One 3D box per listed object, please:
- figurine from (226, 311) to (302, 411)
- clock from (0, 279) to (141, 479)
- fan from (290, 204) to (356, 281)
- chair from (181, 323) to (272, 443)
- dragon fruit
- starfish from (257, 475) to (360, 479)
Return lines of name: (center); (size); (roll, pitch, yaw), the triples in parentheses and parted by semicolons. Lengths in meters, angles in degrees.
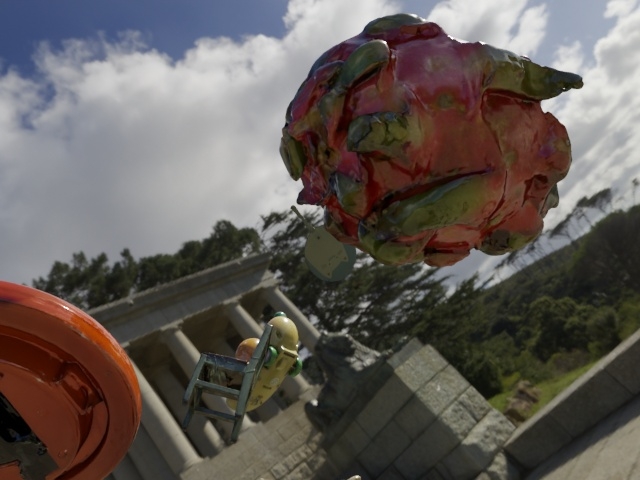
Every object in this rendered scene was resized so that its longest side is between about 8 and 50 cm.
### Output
figurine: (-0.188, 0.375, 1.556); (0.124, 0.222, 0.325); (31, -82, -36)
clock: (-0.230, 0.116, 0.347); (0.205, 0.051, 0.205); (-4, -62, -7)
fan: (0.000, 0.000, 0.974); (0.113, 0.175, 0.005); (-45, 12, -24)
chair: (-0.225, 0.326, 1.231); (0.271, 0.147, 0.136); (-75, -1, -48)
dragon fruit: (0.107, -0.082, 0.509); (0.302, 0.231, 0.237); (19, -74, -37)
starfish: (-0.059, 0.412, 0.648); (0.431, 0.324, 0.082); (-26, 15, 24)
